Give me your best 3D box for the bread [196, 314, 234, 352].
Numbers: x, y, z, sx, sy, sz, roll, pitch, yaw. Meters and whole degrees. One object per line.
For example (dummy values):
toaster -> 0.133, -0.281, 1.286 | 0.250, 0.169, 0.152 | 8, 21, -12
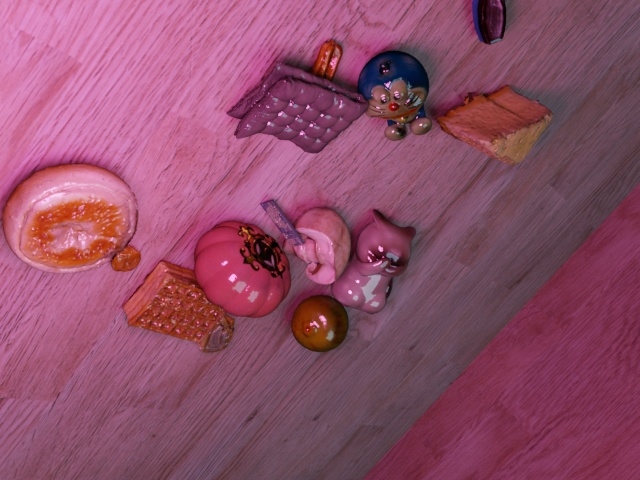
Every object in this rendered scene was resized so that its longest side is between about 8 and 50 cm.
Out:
bread -> -0.352, 0.310, 2.172 | 0.118, 0.064, 0.156 | -10, 134, -35

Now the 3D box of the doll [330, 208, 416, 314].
doll -> 0.182, 0.101, 2.300 | 0.215, 0.226, 0.370 | 24, 120, -12

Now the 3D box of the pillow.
pillow -> -0.056, -0.341, 1.711 | 0.327, 0.101, 0.228 | 5, 149, -46

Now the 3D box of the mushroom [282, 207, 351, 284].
mushroom -> 0.000, 0.000, 2.093 | 0.189, 0.195, 0.253 | -49, 137, -43

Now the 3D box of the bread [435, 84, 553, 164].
bread -> 0.569, -0.404, 2.101 | 0.279, 0.248, 0.315 | -53, 154, 8

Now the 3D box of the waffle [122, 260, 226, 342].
waffle -> -0.424, 0.193, 1.974 | 0.213, 0.091, 0.308 | -49, 141, 11

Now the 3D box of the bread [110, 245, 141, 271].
bread -> -0.538, 0.050, 1.773 | 0.081, 0.046, 0.083 | -48, 141, 5

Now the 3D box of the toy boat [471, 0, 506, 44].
toy boat -> 0.488, -0.677, 1.886 | 0.100, 0.097, 0.223 | -24, 143, 3

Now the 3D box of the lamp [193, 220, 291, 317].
lamp -> -0.236, 0.093, 1.881 | 0.306, 0.305, 0.240 | 10, 138, -45

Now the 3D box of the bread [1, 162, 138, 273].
bread -> -0.590, -0.058, 1.532 | 0.306, 0.159, 0.305 | -22, 135, -24

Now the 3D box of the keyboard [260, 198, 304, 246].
keyboard -> -0.115, -0.051, 1.969 | 0.176, 0.055, 0.014 | 55, 47, -25

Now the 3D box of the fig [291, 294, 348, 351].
fig -> 0.014, 0.303, 2.361 | 0.230, 0.207, 0.207 | 9, 121, -44

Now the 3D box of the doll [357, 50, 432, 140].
doll -> 0.211, -0.418, 1.842 | 0.199, 0.186, 0.322 | -11, 162, 10

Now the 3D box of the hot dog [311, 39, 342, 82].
hot dog -> 0.009, -0.457, 1.737 | 0.071, 0.045, 0.165 | -3, 129, -36
